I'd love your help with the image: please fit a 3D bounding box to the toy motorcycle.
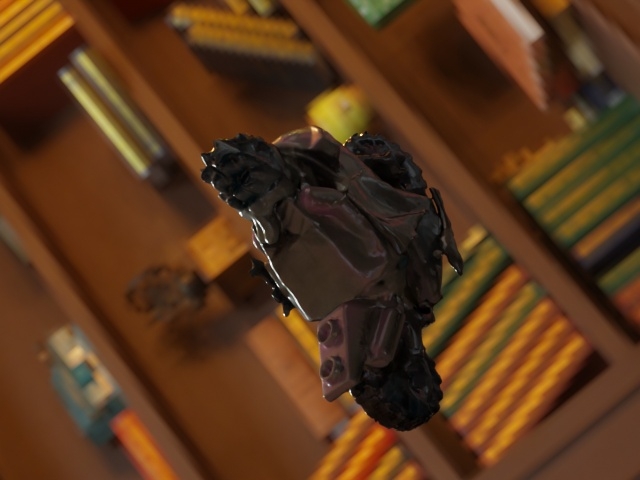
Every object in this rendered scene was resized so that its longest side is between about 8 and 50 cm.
[{"bbox_3d":[-0.004,0.003,1.339,0.204,0.108,0.239,25,-150,-32],"label":"toy motorcycle"}]
